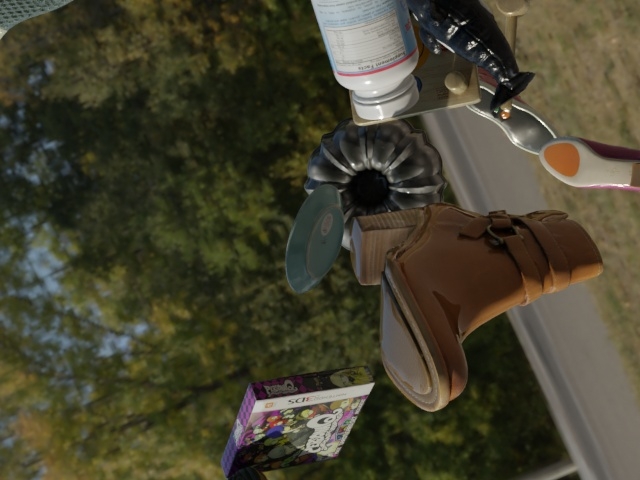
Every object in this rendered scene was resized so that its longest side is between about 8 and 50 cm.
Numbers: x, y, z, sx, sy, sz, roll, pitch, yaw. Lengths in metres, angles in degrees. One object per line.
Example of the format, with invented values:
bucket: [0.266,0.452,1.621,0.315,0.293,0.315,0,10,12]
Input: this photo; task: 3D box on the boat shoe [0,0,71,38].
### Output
boat shoe: [-0.486,-0.413,1.559,0.187,0.500,0.155,12,-109,-39]

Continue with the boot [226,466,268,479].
boot: [-0.120,0.504,1.770,0.269,0.236,0.089,48,-165,-49]

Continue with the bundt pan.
bundt pan: [0.113,-0.120,2.322,0.330,0.331,0.124,65,-166,-3]

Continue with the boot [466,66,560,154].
boot: [0.433,-0.302,2.296,0.244,0.088,0.176,35,-144,-6]

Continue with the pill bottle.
pill bottle: [0.046,-0.202,1.005,0.087,0.087,0.160,-106,-3,-60]

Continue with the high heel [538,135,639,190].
high heel: [0.479,-0.125,1.693,0.244,0.117,0.082,12,103,47]

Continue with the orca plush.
orca plush: [0.198,-0.327,1.624,0.102,0.151,0.287,-19,-102,-45]

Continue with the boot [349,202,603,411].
boot: [0.157,0.048,0.965,0.283,0.220,0.109,-111,19,-65]

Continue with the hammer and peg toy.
hammer and peg toy: [0.220,-0.367,1.981,0.127,0.362,0.265,9,-107,-71]

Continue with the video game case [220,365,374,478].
video game case: [-0.040,0.300,1.709,0.232,0.210,0.041,112,144,-43]

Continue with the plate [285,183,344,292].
plate: [0.000,0.000,1.713,0.188,0.024,0.188,-41,-40,-47]
